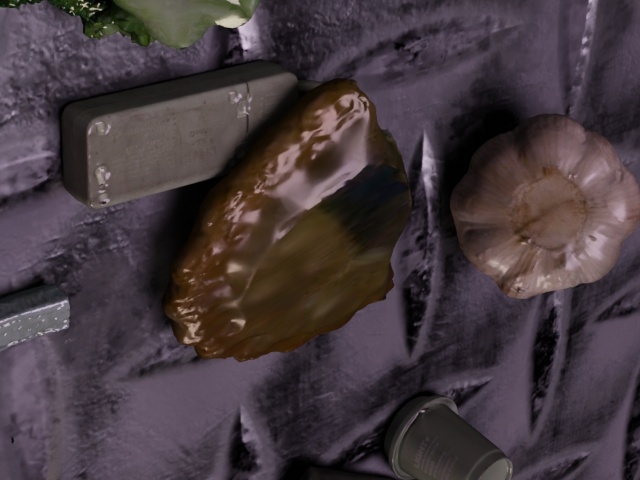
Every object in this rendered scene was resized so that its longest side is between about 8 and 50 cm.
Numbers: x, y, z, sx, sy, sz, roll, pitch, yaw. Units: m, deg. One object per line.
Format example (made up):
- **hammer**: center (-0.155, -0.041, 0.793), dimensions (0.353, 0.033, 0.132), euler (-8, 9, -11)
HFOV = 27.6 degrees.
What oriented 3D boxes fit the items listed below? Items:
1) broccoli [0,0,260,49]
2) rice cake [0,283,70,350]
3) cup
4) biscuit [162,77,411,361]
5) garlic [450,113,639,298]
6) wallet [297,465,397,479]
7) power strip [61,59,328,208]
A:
- **broccoli**: center (-0.136, -0.245, 0.989), dimensions (0.295, 0.245, 0.265), euler (8, 129, -20)
- **rice cake**: center (-0.333, 0.097, 1.132), dimensions (0.245, 0.045, 0.042), euler (-24, 130, -32)
- **cup**: center (0.162, 0.267, 1.621), dimensions (0.120, 0.141, 0.120), euler (-23, 126, -35)
- **biscuit**: center (0.000, 0.000, 1.334), dimensions (0.329, 0.078, 0.335), euler (-53, 147, 15)
- **garlic**: center (0.264, -0.042, 1.541), dimensions (0.212, 0.219, 0.218), euler (-44, 155, -77)
- **wallet**: center (0.017, 0.364, 1.613), dimensions (0.245, 0.052, 0.168), euler (22, 92, -54)
- **power strip**: center (-0.105, -0.107, 1.222), dimensions (0.288, 0.053, 0.093), euler (-18, 123, -36)
